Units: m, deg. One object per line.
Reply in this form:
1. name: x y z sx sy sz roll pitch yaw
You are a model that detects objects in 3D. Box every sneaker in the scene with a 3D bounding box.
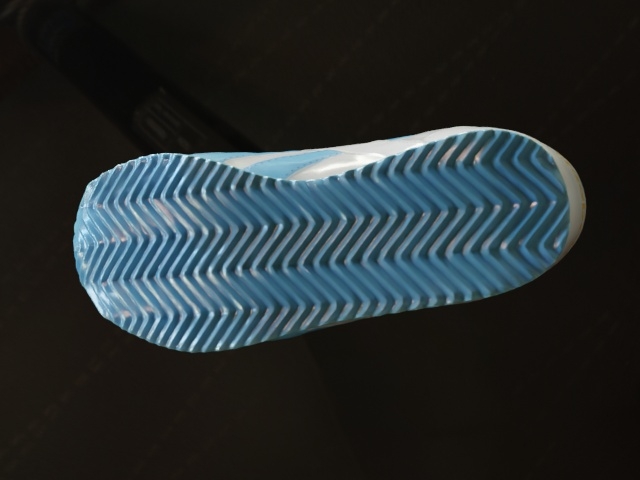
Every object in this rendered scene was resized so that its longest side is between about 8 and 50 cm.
1. sneaker: 0.000 0.000 0.524 0.229 0.092 0.087 -3 90 21
